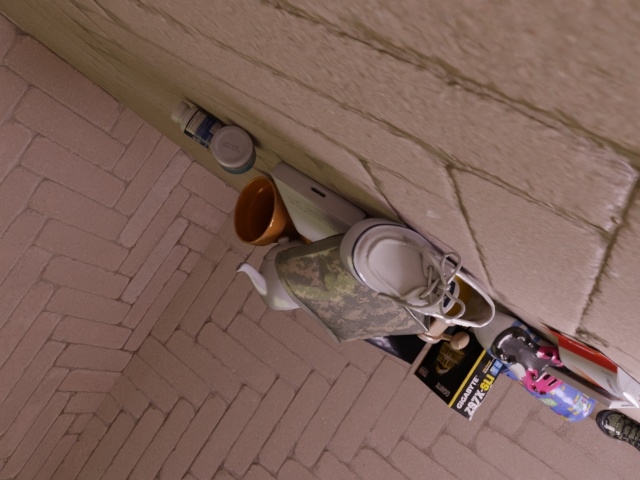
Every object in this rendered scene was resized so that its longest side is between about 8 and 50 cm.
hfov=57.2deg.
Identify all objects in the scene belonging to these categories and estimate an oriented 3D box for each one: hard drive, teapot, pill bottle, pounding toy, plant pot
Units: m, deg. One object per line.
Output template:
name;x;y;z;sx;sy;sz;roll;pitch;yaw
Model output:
hard drive;0.015;-0.043;1.409;0.233;0.047;0.353;33;168;17
teapot;-0.076;0.075;1.721;0.256;0.252;0.187;-51;-52;-67
pill bottle;-0.271;-0.257;1.316;0.120;0.067;0.067;34;177;-7
pounding toy;0.231;0.177;1.396;0.269;0.155;0.154;43;-154;10
pill bottle;-0.185;-0.190;1.272;0.087;0.087;0.160;34;177;-1
plant pot;-0.129;-0.073;1.791;0.188;0.205;0.205;15;-170;-41

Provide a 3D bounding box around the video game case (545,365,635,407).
video game case;0.579;0.305;1.230;0.143;0.019;0.157;9;-169;-32

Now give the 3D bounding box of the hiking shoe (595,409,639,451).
hiking shoe;0.944;0.575;1.757;0.227;0.086;0.114;28;164;1

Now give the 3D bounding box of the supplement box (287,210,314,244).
supplement box;0.000;0.000;1.628;0.233;0.080;0.078;54;170;21

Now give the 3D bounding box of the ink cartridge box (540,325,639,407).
ink cartridge box;0.513;0.240;1.119;0.179;0.045;0.145;32;178;-27

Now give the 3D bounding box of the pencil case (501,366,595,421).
pencil case;0.590;0.366;1.569;0.306;0.119;0.133;35;148;-16

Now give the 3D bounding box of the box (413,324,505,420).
box;0.386;0.310;1.578;0.079;0.257;0.322;35;178;-6

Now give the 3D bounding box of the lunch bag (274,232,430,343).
lunch bag;0.073;0.078;1.239;0.235;0.169;0.287;-13;137;30

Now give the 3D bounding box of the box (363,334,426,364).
box;0.160;0.199;1.814;0.294;0.183;0.296;29;-174;-26

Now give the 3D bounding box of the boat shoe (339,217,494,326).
boat shoe;0.198;0.080;1.048;0.367;0.136;0.156;32;179;-38

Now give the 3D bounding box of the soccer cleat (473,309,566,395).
soccer cleat;0.454;0.240;1.340;0.331;0.116;0.143;39;-169;-38
